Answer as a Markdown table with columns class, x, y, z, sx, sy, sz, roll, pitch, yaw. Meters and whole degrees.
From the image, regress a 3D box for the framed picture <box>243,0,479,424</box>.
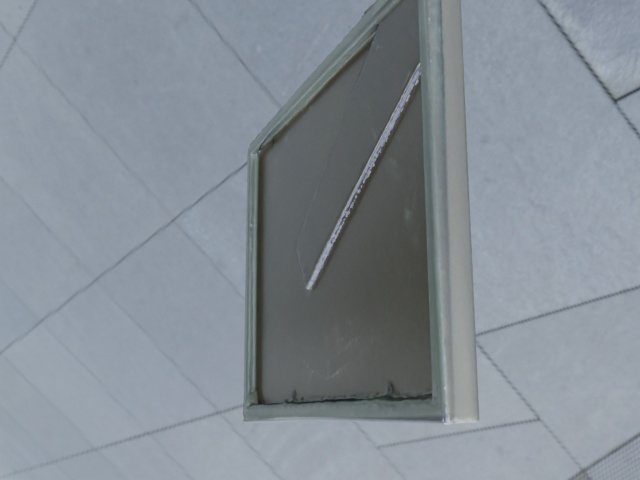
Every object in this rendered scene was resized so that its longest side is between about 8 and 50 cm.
| class | x | y | z | sx | sy | sz | roll | pitch | yaw |
| --- | --- | --- | --- | --- | --- | --- | --- | --- | --- |
| framed picture | 0.000 | 0.000 | 0.419 | 0.023 | 0.189 | 0.260 | 5 | 166 | -22 |
